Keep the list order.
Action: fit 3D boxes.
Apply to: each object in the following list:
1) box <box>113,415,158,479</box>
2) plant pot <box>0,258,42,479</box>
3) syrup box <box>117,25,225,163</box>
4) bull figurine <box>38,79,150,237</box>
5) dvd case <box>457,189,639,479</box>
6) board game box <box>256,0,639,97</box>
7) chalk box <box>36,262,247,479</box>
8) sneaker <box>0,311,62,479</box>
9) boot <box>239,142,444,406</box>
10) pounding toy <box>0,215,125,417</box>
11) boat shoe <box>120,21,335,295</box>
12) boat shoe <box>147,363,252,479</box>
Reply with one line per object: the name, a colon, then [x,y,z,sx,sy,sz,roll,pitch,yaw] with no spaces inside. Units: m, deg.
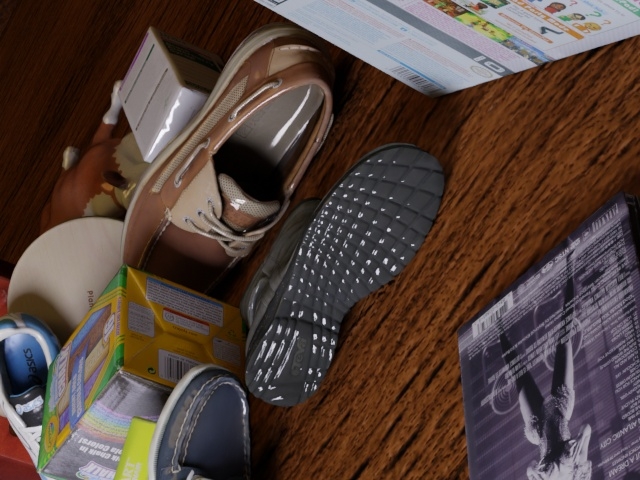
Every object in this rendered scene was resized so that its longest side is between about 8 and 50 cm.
box: [-0.131,0.225,1.152,0.042,0.109,0.178,9,77,35]
plant pot: [-0.375,0.144,1.578,0.235,0.267,0.267,0,70,54]
syrup box: [-0.152,-0.151,1.538,0.096,0.093,0.237,-61,24,16]
bull figurine: [-0.262,-0.073,1.700,0.310,0.101,0.188,-34,37,49]
dvd case: [0.141,0.099,0.800,0.164,0.018,0.221,-45,31,39]
board game box: [0.079,-0.208,0.944,0.303,0.224,0.097,-6,62,63]
chalk box: [-0.175,0.151,1.280,0.213,0.132,0.132,-48,31,35]
sneaker: [-0.266,0.183,1.364,0.085,0.237,0.086,-26,-1,11]
boot: [0.000,0.000,1.115,0.246,0.083,0.161,-57,20,20]
pounding toy: [-0.234,0.089,1.459,0.110,0.183,0.237,-36,-34,-86]
boat shoe: [-0.090,-0.049,1.294,0.324,0.123,0.116,-60,27,20]
boat shoe: [-0.094,0.225,1.087,0.079,0.095,0.254,-1,73,60]
